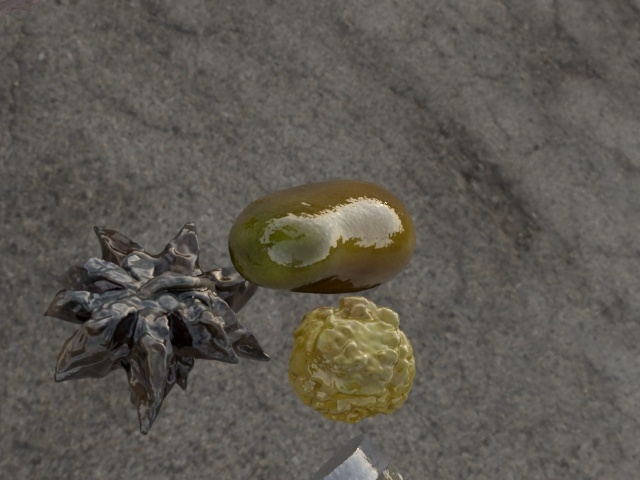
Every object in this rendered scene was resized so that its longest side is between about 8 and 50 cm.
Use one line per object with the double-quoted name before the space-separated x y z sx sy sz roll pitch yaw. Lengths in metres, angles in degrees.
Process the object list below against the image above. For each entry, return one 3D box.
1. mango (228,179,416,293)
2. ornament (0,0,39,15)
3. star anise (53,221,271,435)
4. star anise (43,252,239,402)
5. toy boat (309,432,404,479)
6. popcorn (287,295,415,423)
"mango" 0.000 0.000 0.649 0.227 0.136 0.099 -10 100 -66
"ornament" -0.405 -0.385 0.918 0.260 0.259 0.225 14 43 -24
"star anise" -0.217 0.114 1.092 0.315 0.108 0.315 9 58 -14
"star anise" -0.178 0.069 0.848 0.230 0.081 0.262 19 23 19
"toy boat" 0.097 0.432 1.248 0.293 0.111 0.276 50 13 -7
"popcorn" 0.043 0.162 1.073 0.180 0.180 0.170 40 8 -1
